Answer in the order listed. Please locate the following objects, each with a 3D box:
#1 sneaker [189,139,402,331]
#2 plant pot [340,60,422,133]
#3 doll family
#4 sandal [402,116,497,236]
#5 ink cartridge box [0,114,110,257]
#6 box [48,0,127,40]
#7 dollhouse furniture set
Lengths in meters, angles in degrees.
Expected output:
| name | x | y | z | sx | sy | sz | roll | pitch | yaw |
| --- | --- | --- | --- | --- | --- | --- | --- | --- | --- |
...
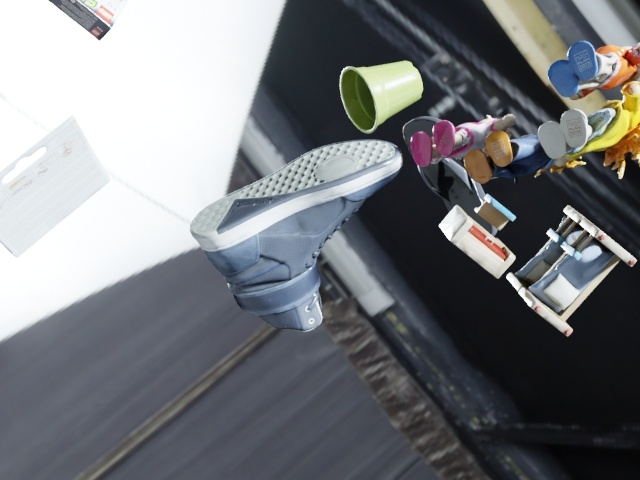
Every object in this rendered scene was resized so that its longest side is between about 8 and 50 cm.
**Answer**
| name | x | y | z | sx | sy | sz | roll | pitch | yaw |
| --- | --- | --- | --- | --- | --- | --- | --- | --- | --- |
| sneaker | -0.001 | -0.001 | 1.020 | 0.086 | 0.226 | 0.163 | -107 | 172 | -58 |
| plant pot | 0.078 | -0.182 | 1.181 | 0.083 | 0.079 | 0.083 | 48 | -28 | 37 |
| doll family | 0.227 | -0.098 | 0.960 | 0.263 | 0.163 | 0.118 | -25 | -97 | 40 |
| sandal | 0.226 | -0.109 | 1.704 | 0.097 | 0.054 | 0.254 | -39 | -102 | 41 |
| ink cartridge box | -0.406 | -0.087 | 1.384 | 0.066 | 0.189 | 0.232 | 44 | -13 | 19 |
| box | -0.375 | -0.393 | 1.407 | 0.207 | 0.114 | 0.036 | 37 | -49 | -24 |
| dollhouse furniture set | 0.271 | 0.003 | 1.232 | 0.183 | 0.129 | 0.129 | 37 | 10 | -14 |
